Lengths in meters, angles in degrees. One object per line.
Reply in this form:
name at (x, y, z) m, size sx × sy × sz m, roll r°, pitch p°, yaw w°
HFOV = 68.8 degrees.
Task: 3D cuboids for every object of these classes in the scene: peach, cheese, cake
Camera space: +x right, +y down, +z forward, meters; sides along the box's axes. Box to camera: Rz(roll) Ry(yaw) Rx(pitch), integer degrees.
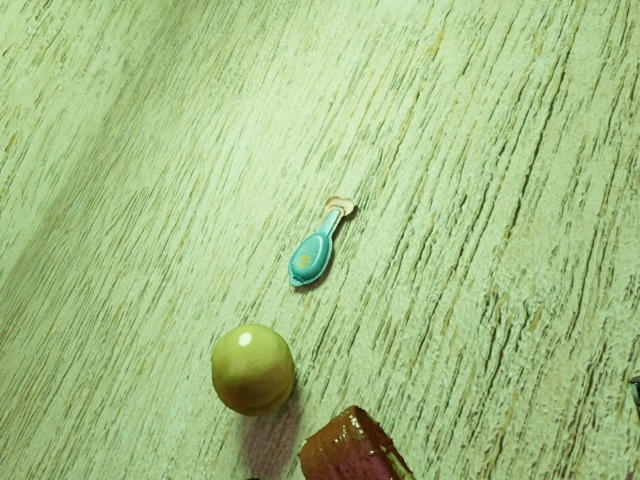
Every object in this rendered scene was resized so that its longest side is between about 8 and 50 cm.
peach at (-0.140, 0.268, 0.963) m, size 0.184 × 0.184 × 0.184 m, roll -14°, pitch 57°, yaw 23°
cheese at (0.000, 0.000, 1.126) m, size 0.106 × 0.037 × 0.256 m, roll 20°, pitch 73°, yaw 36°
cake at (0.077, 0.409, 0.752) m, size 0.151 × 0.177 × 0.283 m, roll -38°, pitch 52°, yaw 6°

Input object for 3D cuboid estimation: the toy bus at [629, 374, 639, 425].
toy bus at (0.490, 0.273, 0.653) m, size 0.070 × 0.074 × 0.162 m, roll -15°, pitch 59°, yaw 32°

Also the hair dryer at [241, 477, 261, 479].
hair dryer at (-0.148, 0.586, 0.867) m, size 0.128 × 0.070 × 0.255 m, roll -24°, pitch 61°, yaw 16°
